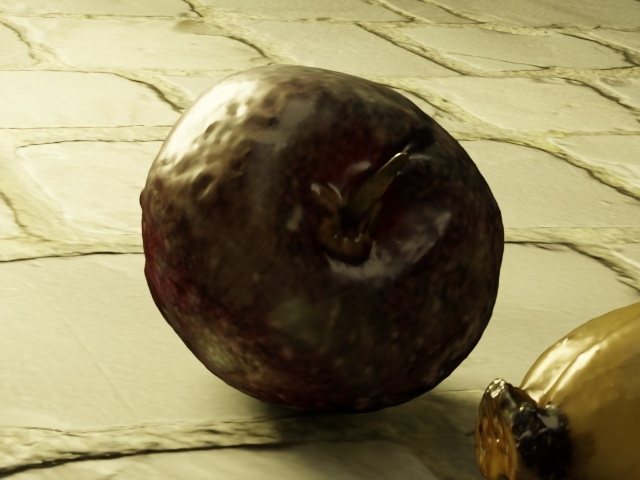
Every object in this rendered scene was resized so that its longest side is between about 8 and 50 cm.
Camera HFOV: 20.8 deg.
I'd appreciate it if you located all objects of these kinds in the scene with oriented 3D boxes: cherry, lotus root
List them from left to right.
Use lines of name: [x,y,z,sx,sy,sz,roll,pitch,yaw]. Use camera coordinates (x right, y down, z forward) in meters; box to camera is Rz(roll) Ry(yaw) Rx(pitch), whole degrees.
cherry: [-0.001,0.000,0.909,0.195,0.195,0.195,6,17,-2]
lotus root: [0.194,0.083,0.771,0.257,0.140,0.154,-7,-8,-16]
